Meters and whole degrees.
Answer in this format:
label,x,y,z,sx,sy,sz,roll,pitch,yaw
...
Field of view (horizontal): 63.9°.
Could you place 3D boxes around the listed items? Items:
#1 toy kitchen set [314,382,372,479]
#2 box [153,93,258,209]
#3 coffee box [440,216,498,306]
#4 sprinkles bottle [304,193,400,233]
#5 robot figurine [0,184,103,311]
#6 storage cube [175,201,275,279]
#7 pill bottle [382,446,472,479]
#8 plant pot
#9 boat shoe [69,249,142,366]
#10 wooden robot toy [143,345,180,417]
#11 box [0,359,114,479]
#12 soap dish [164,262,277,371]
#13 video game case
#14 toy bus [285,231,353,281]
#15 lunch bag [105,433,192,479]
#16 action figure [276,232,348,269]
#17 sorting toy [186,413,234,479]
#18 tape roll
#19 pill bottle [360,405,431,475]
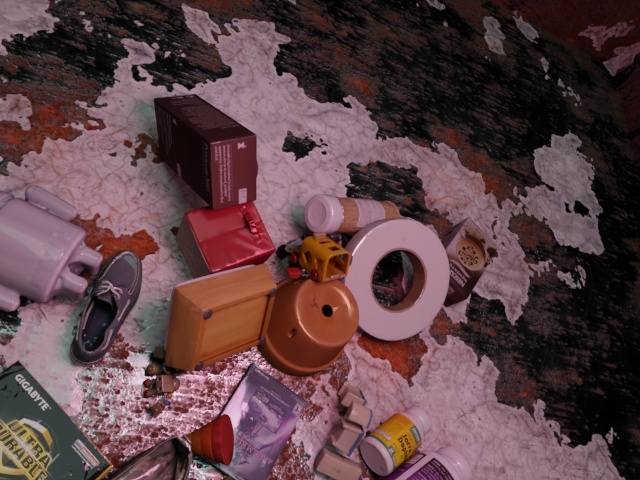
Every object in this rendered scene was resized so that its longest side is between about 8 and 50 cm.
label,x,y,z,sx,sy,sz,roll,pitch,yaw
toy kitchen set,0.079,0.547,1.464,0.122,0.166,0.207,31,93,-12
box,-0.323,-0.256,1.420,0.143,0.191,0.381,-19,38,-33
coffee box,0.502,0.077,1.871,0.168,0.119,0.297,46,55,-3
sprinkles bottle,0.111,-0.079,1.655,0.355,0.121,0.121,0,67,-46
robot figurine,-0.699,0.013,1.199,0.353,0.200,0.300,27,59,-15
storage cube,-0.270,0.006,1.433,0.193,0.215,0.184,-21,80,-28
pill bottle,0.270,0.710,1.418,0.323,0.181,0.181,-20,79,-33
plant pot,-0.023,0.227,1.468,0.290,0.203,0.291,11,64,-24
boat shoe,-0.526,0.155,1.290,0.116,0.099,0.319,25,58,-16
wooden robot toy,-0.395,0.359,1.305,0.079,0.076,0.173,27,49,-58
box,-0.655,0.464,1.095,0.322,0.079,0.257,49,56,-1
soap dish,-0.248,0.196,1.315,0.118,0.229,0.291,31,28,32
video game case,-0.176,0.496,1.370,0.196,0.026,0.274,38,55,-8
toy bus,-0.007,0.030,1.433,0.202,0.104,0.191,11,25,2
lunch bag,-0.389,0.556,1.098,0.169,0.235,0.287,43,55,2
action figure,0.000,0.000,1.650,0.185,0.099,0.285,49,50,10
sorting toy,-0.274,0.609,1.223,0.126,0.127,0.366,-5,76,3
tape roll,0.235,0.120,1.635,0.392,0.072,0.392,-2,95,-23
pill bottle,0.225,0.575,1.494,0.208,0.117,0.118,-23,80,-36
